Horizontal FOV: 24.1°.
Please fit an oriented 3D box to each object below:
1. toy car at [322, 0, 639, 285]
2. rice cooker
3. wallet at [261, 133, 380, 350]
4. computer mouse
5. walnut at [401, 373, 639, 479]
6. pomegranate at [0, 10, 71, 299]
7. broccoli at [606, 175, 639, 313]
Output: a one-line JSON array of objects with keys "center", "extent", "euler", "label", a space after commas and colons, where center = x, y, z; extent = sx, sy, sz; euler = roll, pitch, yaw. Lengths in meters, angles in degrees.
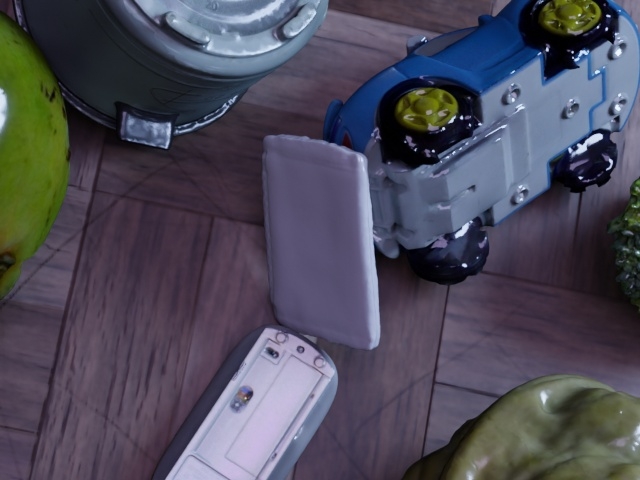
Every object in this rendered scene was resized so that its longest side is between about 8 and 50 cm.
[{"center": [0.144, -0.115, 1.332], "extent": [0.314, 0.198, 0.166], "euler": [-34, 52, -16], "label": "toy car"}, {"center": [-0.128, -0.220, 1.285], "extent": [0.241, 0.227, 0.280], "euler": [9, 73, -28], "label": "rice cooker"}, {"center": [0.000, 0.000, 1.278], "extent": [0.032, 0.124, 0.182], "euler": [-21, 114, -42], "label": "wallet"}, {"center": [-0.065, 0.167, 1.290], "extent": [0.102, 0.045, 0.199], "euler": [32, 74, 1], "label": "computer mouse"}, {"center": [0.191, 0.248, 1.181], "extent": [0.282, 0.253, 0.277], "euler": [20, 44, 36], "label": "walnut"}, {"center": [-0.383, -0.091, 1.194], "extent": [0.358, 0.216, 0.310], "euler": [44, 94, 8], "label": "pomegranate"}, {"center": [0.365, -0.016, 1.337], "extent": [0.176, 0.198, 0.226], "euler": [2, 41, 26], "label": "broccoli"}]
